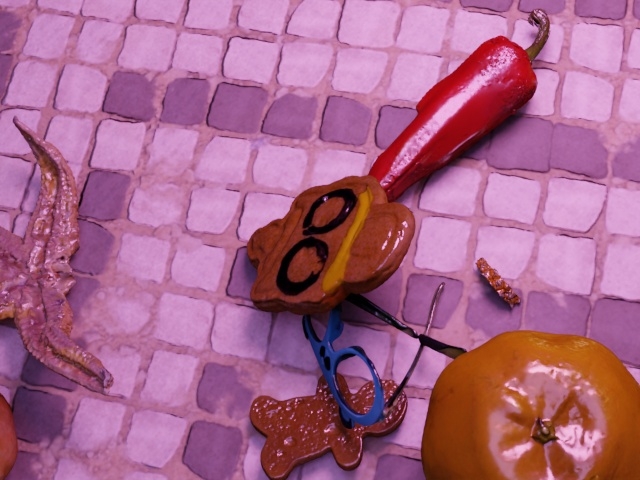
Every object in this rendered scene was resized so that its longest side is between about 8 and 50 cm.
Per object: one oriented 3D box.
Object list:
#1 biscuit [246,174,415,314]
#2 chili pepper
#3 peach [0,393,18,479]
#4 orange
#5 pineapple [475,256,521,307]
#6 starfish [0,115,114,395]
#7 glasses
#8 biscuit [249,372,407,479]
[{"bbox_3d":[0.000,0.000,1.420,0.290,0.041,0.208,-2,54,45],"label":"biscuit"},{"bbox_3d":[0.194,-0.178,1.504,0.387,0.110,0.110,-42,69,-6],"label":"chili pepper"},{"bbox_3d":[-0.505,0.266,1.404,0.236,0.214,0.214,-14,62,-38],"label":"peach"},{"bbox_3d":[0.252,0.236,1.266,0.279,0.235,0.279,-7,65,15],"label":"orange"},{"bbox_3d":[0.232,0.053,1.444,0.019,0.045,0.083,-40,72,6],"label":"pineapple"},{"bbox_3d":[-0.446,0.032,1.506,0.384,0.132,0.398,-1,65,4],"label":"starfish"},{"bbox_3d":[0.083,0.110,1.399,0.207,0.102,0.239,-25,53,-5],"label":"glasses"},{"bbox_3d":[0.015,0.237,1.411,0.205,0.031,0.138,-19,56,2],"label":"biscuit"}]
